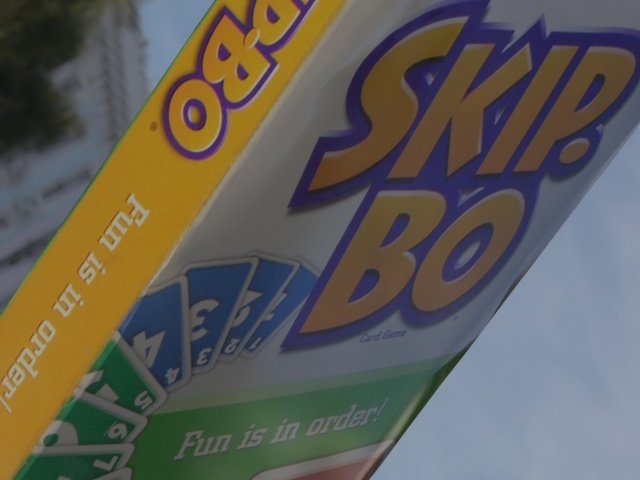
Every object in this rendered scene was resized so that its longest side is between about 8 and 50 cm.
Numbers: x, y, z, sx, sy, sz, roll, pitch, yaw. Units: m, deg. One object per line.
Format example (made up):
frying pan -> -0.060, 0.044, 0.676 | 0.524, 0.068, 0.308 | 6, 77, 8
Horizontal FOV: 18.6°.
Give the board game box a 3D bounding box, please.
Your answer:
board game box -> 0.000, 0.000, 0.426 | 0.039, 0.259, 0.124 | 42, 16, 32
